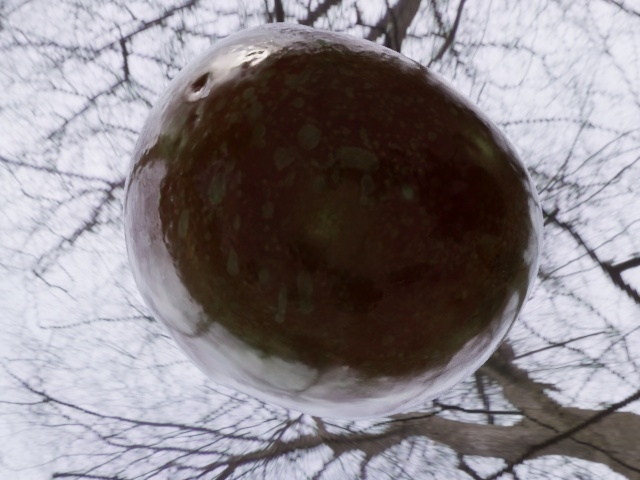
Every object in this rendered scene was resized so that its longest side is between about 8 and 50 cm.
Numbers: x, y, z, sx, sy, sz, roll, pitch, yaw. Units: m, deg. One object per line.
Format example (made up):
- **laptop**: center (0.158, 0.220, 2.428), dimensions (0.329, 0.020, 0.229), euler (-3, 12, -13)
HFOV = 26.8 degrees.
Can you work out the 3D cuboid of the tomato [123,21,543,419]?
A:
- **tomato**: center (0.000, 0.000, 0.851), dimensions (0.270, 0.270, 0.222), euler (39, -99, 4)
